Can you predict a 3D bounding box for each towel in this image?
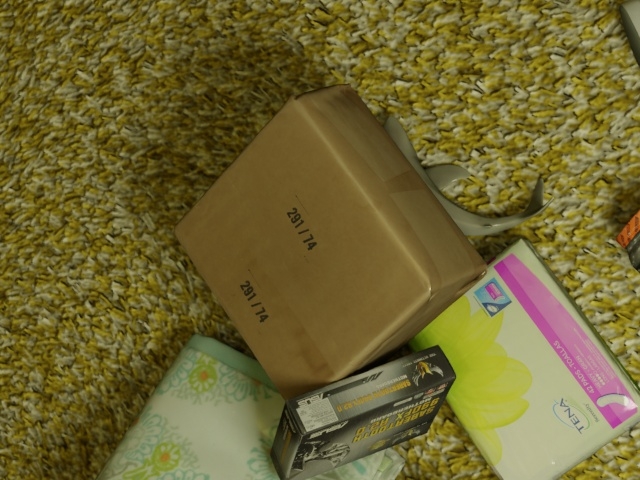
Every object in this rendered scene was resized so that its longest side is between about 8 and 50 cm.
[{"bbox_3d":[-0.110,0.342,1.785,0.374,0.090,0.320,27,66,16],"label":"towel"}]

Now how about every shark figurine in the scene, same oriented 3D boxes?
[{"bbox_3d":[0.179,-0.052,1.766,0.278,0.116,0.166,25,98,18],"label":"shark figurine"}]

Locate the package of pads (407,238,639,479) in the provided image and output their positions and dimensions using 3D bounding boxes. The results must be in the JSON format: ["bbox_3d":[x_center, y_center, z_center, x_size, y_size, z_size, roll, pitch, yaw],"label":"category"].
[{"bbox_3d":[0.278,0.180,1.736,0.229,0.101,0.296,-38,79,13],"label":"package of pads"}]

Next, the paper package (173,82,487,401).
[{"bbox_3d":[0.005,0.012,1.693,0.309,0.168,0.325,-45,74,30],"label":"paper package"}]

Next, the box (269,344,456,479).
[{"bbox_3d":[0.054,0.238,1.687,0.231,0.183,0.056,-17,62,-20],"label":"box"}]

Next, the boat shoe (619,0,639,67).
[{"bbox_3d":[0.511,-0.203,1.668,0.105,0.113,0.306,-31,83,7],"label":"boat shoe"}]

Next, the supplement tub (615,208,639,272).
[{"bbox_3d":[0.494,0.027,1.665,0.190,0.117,0.117,41,100,14],"label":"supplement tub"}]
